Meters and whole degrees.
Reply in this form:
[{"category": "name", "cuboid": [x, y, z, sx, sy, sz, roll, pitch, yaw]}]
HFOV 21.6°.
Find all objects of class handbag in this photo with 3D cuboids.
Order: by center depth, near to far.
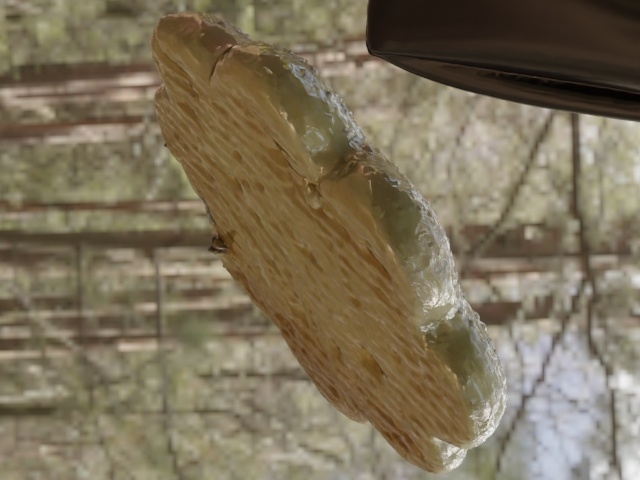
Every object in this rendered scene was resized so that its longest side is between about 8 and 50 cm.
[{"category": "handbag", "cuboid": [0.190, -0.112, 0.774, 0.285, 0.257, 0.113, -13, 118, -54]}]

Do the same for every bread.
[{"category": "bread", "cuboid": [0.000, 0.000, 0.959, 0.316, 0.054, 0.316, 49, -18, 22]}]
